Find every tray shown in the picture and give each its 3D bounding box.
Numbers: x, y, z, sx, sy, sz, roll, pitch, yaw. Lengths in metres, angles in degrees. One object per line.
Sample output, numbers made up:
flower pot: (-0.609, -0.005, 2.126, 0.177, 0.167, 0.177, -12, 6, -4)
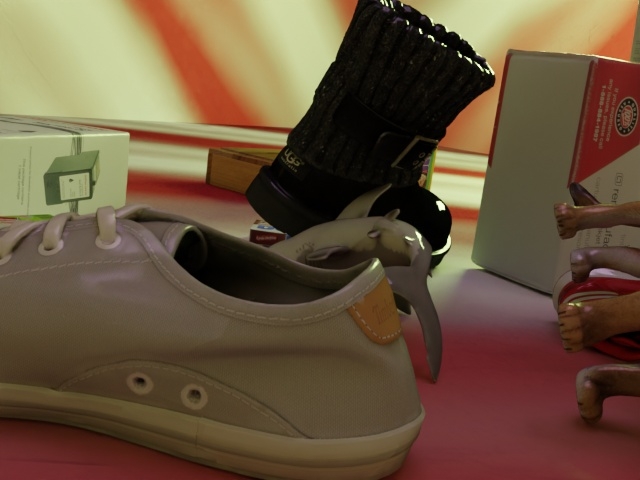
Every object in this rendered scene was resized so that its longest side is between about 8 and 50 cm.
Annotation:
tray: (0.005, -0.129, 1.595, 0.203, 0.076, 0.411, 17, 16, 43)

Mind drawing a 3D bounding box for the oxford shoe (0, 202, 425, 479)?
oxford shoe: (-0.155, 0.037, 0.508, 0.449, 0.130, 0.169, 8, 13, 11)

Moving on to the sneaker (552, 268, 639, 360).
sneaker: (0.337, 0.079, 0.772, 0.221, 0.087, 0.128, -3, 18, 11)

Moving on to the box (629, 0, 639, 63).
box: (0.493, -0.276, 1.124, 0.087, 0.102, 0.101, -4, 14, -41)

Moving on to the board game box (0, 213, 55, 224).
board game box: (-0.251, 0.014, 0.773, 0.181, 0.043, 0.092, 16, 15, 41)

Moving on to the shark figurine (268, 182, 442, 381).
shark figurine: (0.061, 0.033, 0.757, 0.166, 0.116, 0.278, -35, 20, -20)

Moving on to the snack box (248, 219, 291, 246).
snack box: (0.000, 0.000, 1.060, 0.178, 0.022, 0.064, 8, 13, 2)

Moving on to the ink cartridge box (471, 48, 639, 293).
ink cartridge box: (0.413, -0.083, 1.071, 0.384, 0.279, 0.160, 1, 12, -29)

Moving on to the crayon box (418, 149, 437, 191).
crayon box: (0.139, -0.198, 1.487, 0.081, 0.278, 0.165, 18, 15, 39)

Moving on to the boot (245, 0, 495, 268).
boot: (0.102, -0.106, 0.930, 0.131, 0.260, 0.348, 45, 20, 31)

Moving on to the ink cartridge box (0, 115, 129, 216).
ink cartridge box: (-0.399, -0.092, 1.033, 0.198, 0.115, 0.273, 11, 12, 19)

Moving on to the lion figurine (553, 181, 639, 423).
lion figurine: (0.301, 0.030, 0.598, 0.240, 0.142, 0.392, -11, 29, 19)
